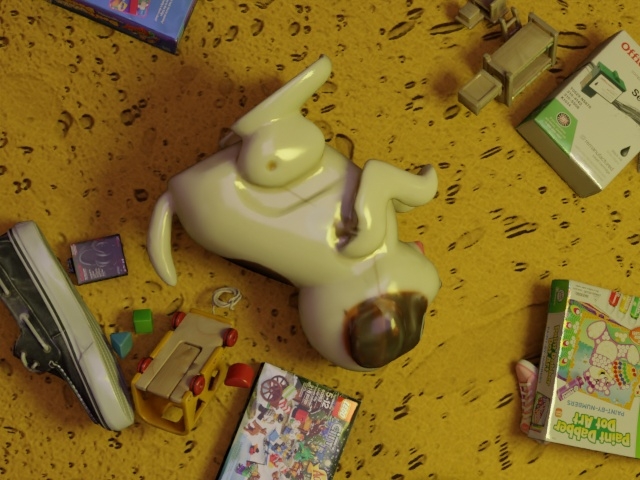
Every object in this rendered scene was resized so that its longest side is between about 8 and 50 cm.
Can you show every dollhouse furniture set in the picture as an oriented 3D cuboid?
[{"bbox_3d":[0.254,-0.290,1.859,0.182,0.101,0.161,-42,67,-12],"label":"dollhouse furniture set"}]

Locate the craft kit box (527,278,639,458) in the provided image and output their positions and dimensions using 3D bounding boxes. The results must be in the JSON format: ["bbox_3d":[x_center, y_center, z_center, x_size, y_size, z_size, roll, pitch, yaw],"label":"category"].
[{"bbox_3d":[0.451,0.204,1.806,0.249,0.061,0.247,13,84,-22],"label":"craft kit box"}]

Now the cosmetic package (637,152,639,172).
[{"bbox_3d":[0.584,-0.140,1.804,0.098,0.239,0.061,10,83,-8],"label":"cosmetic package"}]

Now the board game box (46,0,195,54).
[{"bbox_3d":[-0.263,-0.489,1.782,0.233,0.078,0.347,23,80,-6],"label":"board game box"}]

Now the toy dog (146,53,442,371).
[{"bbox_3d":[0.000,0.000,1.664,0.395,0.284,0.408,-42,96,-18],"label":"toy dog"}]

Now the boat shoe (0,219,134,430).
[{"bbox_3d":[-0.382,0.136,1.677,0.119,0.121,0.335,-30,78,-4],"label":"boat shoe"}]

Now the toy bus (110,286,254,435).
[{"bbox_3d":[-0.187,0.184,1.697,0.202,0.104,0.191,-14,43,-14],"label":"toy bus"}]

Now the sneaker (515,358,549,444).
[{"bbox_3d":[0.328,0.253,1.806,0.070,0.051,0.134,-35,94,-17],"label":"sneaker"}]

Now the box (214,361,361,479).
[{"bbox_3d":[-0.055,0.316,1.735,0.159,0.044,0.233,22,80,-6],"label":"box"}]

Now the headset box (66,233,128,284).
[{"bbox_3d":[-0.330,0.029,1.729,0.083,0.032,0.062,-12,85,-13],"label":"headset box"}]

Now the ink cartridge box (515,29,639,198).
[{"bbox_3d":[0.448,-0.201,1.862,0.160,0.092,0.219,45,79,-2],"label":"ink cartridge box"}]
